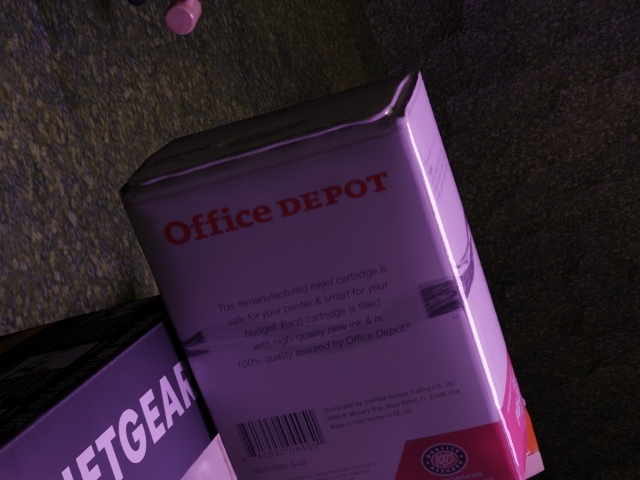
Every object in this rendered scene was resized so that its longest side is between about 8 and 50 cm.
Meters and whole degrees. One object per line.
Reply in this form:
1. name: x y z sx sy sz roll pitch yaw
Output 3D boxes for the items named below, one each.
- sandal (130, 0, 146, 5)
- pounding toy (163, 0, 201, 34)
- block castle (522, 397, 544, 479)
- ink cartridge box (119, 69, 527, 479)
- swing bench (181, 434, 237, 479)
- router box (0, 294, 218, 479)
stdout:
1. sandal: -0.225 -0.346 1.267 0.067 0.040 0.179 -87 157 -47
2. pounding toy: -0.173 -0.318 1.164 0.094 0.181 0.206 -79 150 -58
3. block castle: 0.109 0.311 1.408 0.303 0.212 0.453 9 -63 64
4. ink cartridge box: 0.008 0.035 0.624 0.092 0.158 0.218 -67 139 -64
5. swing bench: -0.101 0.195 1.012 0.255 0.165 0.253 -75 147 -70
6. router box: -0.198 0.120 0.578 0.309 0.242 0.081 -43 117 -72
